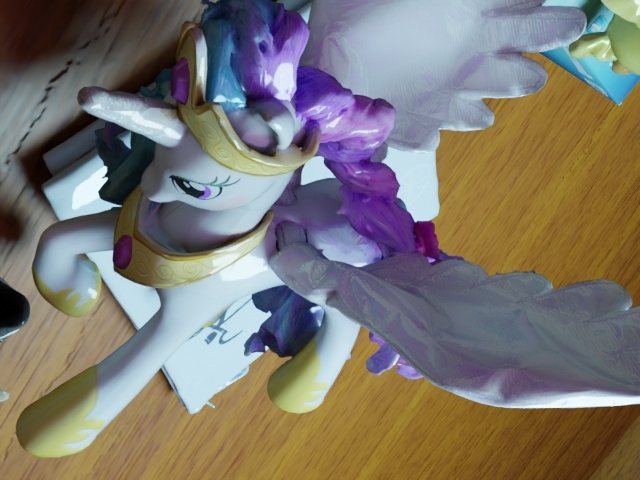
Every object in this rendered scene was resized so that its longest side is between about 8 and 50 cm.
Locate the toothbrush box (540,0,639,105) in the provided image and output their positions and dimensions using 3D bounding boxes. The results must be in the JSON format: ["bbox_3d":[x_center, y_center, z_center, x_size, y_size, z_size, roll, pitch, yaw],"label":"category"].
[{"bbox_3d":[0.217,-0.267,0.758,0.216,0.126,0.295,-53,149,9],"label":"toothbrush box"}]

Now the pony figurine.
[{"bbox_3d":[0.000,0.000,0.586,0.351,0.303,0.363,-4,152,-29],"label":"pony figurine"}]

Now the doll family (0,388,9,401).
[{"bbox_3d":[-0.269,0.124,0.631,0.111,0.076,0.193,-61,147,-18],"label":"doll family"}]

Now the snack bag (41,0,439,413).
[{"bbox_3d":[-0.029,-0.039,0.791,0.323,0.037,0.342,-39,147,-15],"label":"snack bag"}]

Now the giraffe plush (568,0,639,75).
[{"bbox_3d":[0.259,-0.172,0.667,0.210,0.181,0.170,-55,170,-6],"label":"giraffe plush"}]

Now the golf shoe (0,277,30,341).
[{"bbox_3d":[-0.236,0.006,0.511,0.186,0.086,0.067,32,59,-45],"label":"golf shoe"}]
